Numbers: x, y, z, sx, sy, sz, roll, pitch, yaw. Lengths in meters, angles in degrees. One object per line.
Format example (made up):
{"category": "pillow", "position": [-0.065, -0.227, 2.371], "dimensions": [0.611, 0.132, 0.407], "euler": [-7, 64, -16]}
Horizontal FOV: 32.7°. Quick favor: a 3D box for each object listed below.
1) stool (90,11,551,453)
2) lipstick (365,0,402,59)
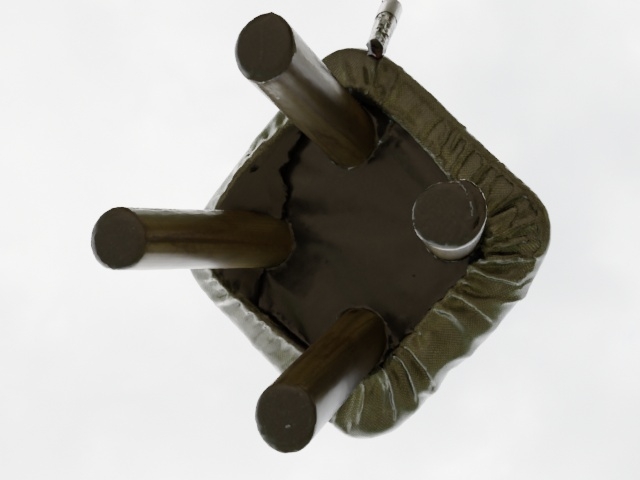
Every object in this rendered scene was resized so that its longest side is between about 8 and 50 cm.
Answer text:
{"category": "stool", "position": [0.000, 0.000, 0.980], "dimensions": [0.310, 0.310, 0.226], "euler": [44, -163, 20]}
{"category": "lipstick", "position": [0.064, -0.212, 1.092], "dimensions": [0.027, 0.027, 0.176], "euler": [14, -154, 2]}
